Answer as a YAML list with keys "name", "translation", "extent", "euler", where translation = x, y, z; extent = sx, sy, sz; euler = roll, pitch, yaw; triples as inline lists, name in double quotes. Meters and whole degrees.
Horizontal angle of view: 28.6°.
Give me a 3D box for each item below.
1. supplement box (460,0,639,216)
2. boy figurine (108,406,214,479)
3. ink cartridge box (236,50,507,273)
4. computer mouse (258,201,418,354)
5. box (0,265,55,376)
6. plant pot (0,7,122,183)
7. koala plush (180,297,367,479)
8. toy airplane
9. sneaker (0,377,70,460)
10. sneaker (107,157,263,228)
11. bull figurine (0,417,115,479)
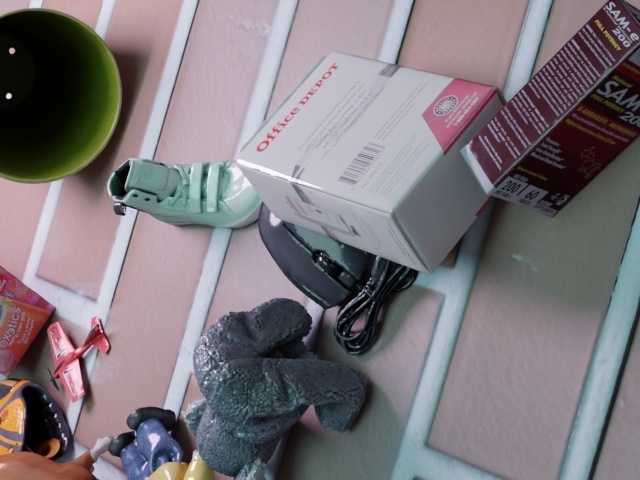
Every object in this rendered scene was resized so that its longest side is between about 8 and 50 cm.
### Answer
- name: "supplement box"
  translation: [0.282, -0.139, 1.355]
  extent: [0.239, 0.130, 0.073]
  euler: [-47, 51, 26]
- name: "boy figurine"
  translation: [-0.190, 0.354, 1.701]
  extent: [0.177, 0.092, 0.285]
  euler: [-56, 49, 22]
- name: "ink cartridge box"
  translation: [0.069, -0.102, 1.505]
  extent: [0.283, 0.117, 0.207]
  euler: [21, 64, 45]
- name: "computer mouse"
  translation: [0.000, 0.000, 1.619]
  extent: [0.272, 0.072, 0.188]
  euler: [43, 111, 38]
- name: "box"
  translation: [-0.608, 0.099, 2.097]
  extent: [0.300, 0.154, 0.142]
  euler: [15, 68, 45]
- name: "plant pot"
  translation: [-0.504, -0.256, 2.070]
  extent: [0.293, 0.274, 0.275]
  euler: [28, 99, 60]
- name: "koala plush"
  translation: [-0.093, 0.216, 1.592]
  extent: [0.196, 0.203, 0.221]
  euler: [50, 129, 32]
- name: "toy airplane"
  translation: [-0.383, 0.176, 1.975]
  extent: [0.151, 0.028, 0.151]
  euler: [-12, 73, 40]
- name: "sneaker"
  translation: [-0.492, 0.372, 1.960]
  extent: [0.180, 0.124, 0.321]
  euler: [-9, 73, 43]
- name: "sneaker"
  translation: [-0.188, -0.073, 1.770]
  extent: [0.256, 0.151, 0.094]
  euler: [-9, 71, 40]
- name: "bull figurine"
  translation: [-0.394, 0.350, 1.793]
  extent: [0.188, 0.310, 0.101]
  euler: [-71, -5, -66]
